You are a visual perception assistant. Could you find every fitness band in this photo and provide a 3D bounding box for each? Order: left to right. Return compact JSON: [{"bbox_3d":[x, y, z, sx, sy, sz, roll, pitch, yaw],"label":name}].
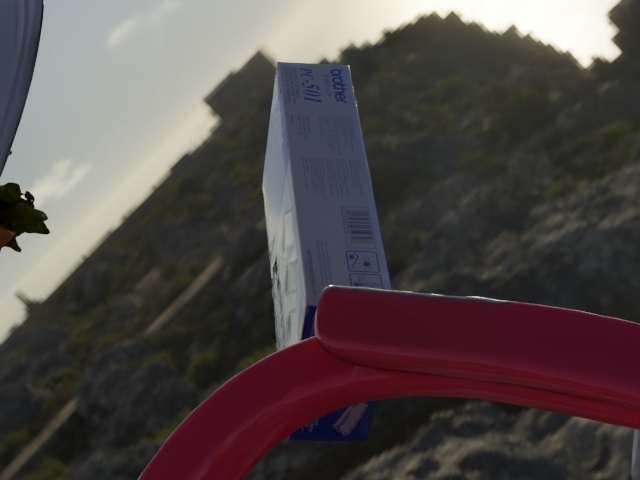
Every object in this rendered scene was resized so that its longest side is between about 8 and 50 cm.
[{"bbox_3d":[0.048,0.125,0.455,0.290,0.054,0.209,6,72,33],"label":"fitness band"}]

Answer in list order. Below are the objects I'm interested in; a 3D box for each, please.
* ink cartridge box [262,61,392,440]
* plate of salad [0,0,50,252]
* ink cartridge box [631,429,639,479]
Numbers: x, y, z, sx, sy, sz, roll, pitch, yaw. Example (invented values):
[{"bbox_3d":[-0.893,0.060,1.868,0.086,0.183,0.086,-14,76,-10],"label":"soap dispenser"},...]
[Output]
[{"bbox_3d":[0.000,0.000,0.747,0.207,0.046,0.097,-98,12,-49],"label":"ink cartridge box"},{"bbox_3d":[-0.143,-0.014,0.463,0.200,0.048,0.200,-31,45,38],"label":"plate of salad"},{"bbox_3d":[0.295,0.087,0.773,0.056,0.224,0.181,-54,-31,-45],"label":"ink cartridge box"}]
